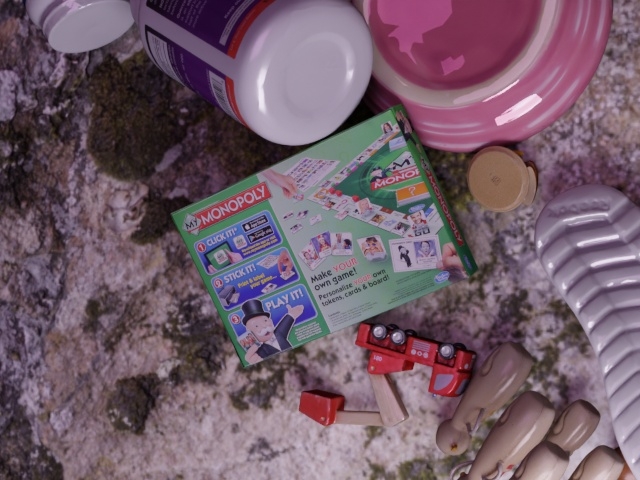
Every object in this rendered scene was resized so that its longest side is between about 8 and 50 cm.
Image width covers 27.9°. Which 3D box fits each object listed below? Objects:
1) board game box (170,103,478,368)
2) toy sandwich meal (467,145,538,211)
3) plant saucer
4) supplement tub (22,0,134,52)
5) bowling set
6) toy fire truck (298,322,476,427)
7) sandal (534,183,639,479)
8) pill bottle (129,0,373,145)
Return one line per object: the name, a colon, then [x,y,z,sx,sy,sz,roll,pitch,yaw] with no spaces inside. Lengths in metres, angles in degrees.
board game box: [0.000,0.000,1.525,0.317,0.046,0.213,-23,93,25]
toy sandwich meal: [0.209,-0.072,1.475,0.086,0.029,0.085,9,108,30]
plant saucer: [0.166,-0.270,1.488,0.332,0.084,0.332,-2,85,25]
supplement tub: [-0.335,-0.364,1.700,0.144,0.144,0.199,-30,73,20]
bowling set: [0.243,0.256,1.362,0.200,0.287,0.154,31,108,-9]
toy fire truck: [0.079,0.168,1.513,0.192,0.047,0.135,15,92,25]
sandal: [0.365,0.120,1.359,0.169,0.102,0.416,-23,63,7]
pill bottle: [-0.095,-0.248,1.530,0.323,0.181,0.181,36,102,44]
